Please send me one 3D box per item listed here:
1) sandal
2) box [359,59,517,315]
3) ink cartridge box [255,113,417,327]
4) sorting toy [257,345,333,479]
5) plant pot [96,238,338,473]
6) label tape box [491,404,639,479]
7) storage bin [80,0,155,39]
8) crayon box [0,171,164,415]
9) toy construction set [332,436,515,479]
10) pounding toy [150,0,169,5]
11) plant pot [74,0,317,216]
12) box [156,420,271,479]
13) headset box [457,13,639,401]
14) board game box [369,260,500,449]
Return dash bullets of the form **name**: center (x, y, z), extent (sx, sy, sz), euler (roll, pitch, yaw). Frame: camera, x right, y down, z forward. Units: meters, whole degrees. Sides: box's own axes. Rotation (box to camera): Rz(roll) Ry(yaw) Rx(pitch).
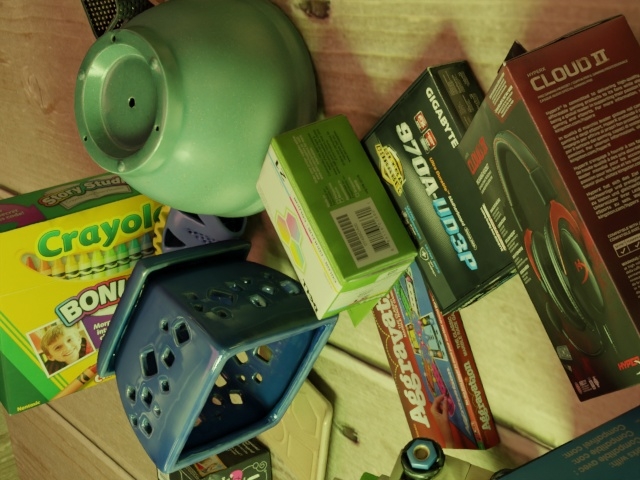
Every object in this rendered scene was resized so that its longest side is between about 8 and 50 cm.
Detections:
- **sandal**: center (-0.159, -0.035, 1.619), extent (0.138, 0.126, 0.317), euler (35, 136, 40)
- **box**: center (0.138, -0.051, 1.183), extent (0.220, 0.051, 0.175), euler (65, 150, 12)
- **ink cartridge box**: center (0.000, 0.000, 1.332), extent (0.188, 0.097, 0.255), euler (64, 158, 16)
- **sorting toy**: center (-0.037, 0.259, 1.662), extent (0.208, 0.038, 0.193), euler (47, 142, 43)
- **plant pot**: center (-0.153, 0.136, 1.515), extent (0.212, 0.236, 0.236), euler (44, 124, 25)
- **label tape box**: center (0.241, 0.222, 0.963), extent (0.115, 0.249, 0.347), euler (58, 147, 22)
- **storage bin**: center (-0.314, -0.407, 1.705), extent (0.122, 0.084, 0.180), euler (-33, 77, 60)
- **crayon box**: center (-0.332, 0.060, 1.707), extent (0.106, 0.363, 0.313), euler (39, 137, 43)
- **toy construction set**: center (0.135, 0.332, 1.198), extent (0.328, 0.215, 0.151), euler (24, 155, 5)
- **pounding toy**: center (-0.189, -0.392, 1.514), extent (0.130, 0.100, 0.141), euler (43, 150, 41)
- **plant pot**: center (-0.178, -0.169, 1.403), extent (0.293, 0.196, 0.293), euler (5, 97, 40)
- **box**: center (-0.172, 0.440, 1.873), extent (0.163, 0.142, 0.247), euler (30, 129, 51)
- **headset box**: center (0.224, -0.029, 0.930), extent (0.218, 0.110, 0.293), euler (105, 142, -77)
- **board game box**: center (0.117, 0.110, 1.330), extent (0.145, 0.027, 0.281), euler (-17, 91, 61)
